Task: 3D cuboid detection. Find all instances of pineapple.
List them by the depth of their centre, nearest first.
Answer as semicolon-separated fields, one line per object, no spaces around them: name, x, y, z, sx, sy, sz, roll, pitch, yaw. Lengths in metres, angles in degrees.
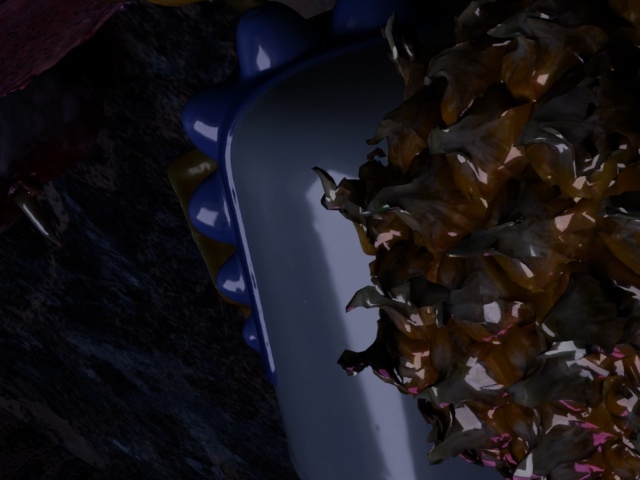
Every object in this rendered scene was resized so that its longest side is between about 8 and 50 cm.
pineapple;0.199;-0.015;0.825;0.352;0.352;0.300;43;153;-15

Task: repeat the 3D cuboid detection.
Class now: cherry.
cherry;-0.321;-0.112;1.404;0.296;0.255;0.218;46;171;12

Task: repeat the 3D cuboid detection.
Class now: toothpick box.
toothpick box;0.050;-0.007;1.074;0.263;0.263;0.354;13;126;39

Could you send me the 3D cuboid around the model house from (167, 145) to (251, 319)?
model house;0.010;-0.006;1.328;0.268;0.173;0.239;-18;114;23

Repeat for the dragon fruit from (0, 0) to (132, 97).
dragon fruit;-0.290;-0.240;1.171;0.263;0.314;0.296;52;175;2

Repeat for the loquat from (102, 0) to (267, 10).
loquat;-0.071;-0.236;0.910;0.244;0.244;0.244;28;154;15
